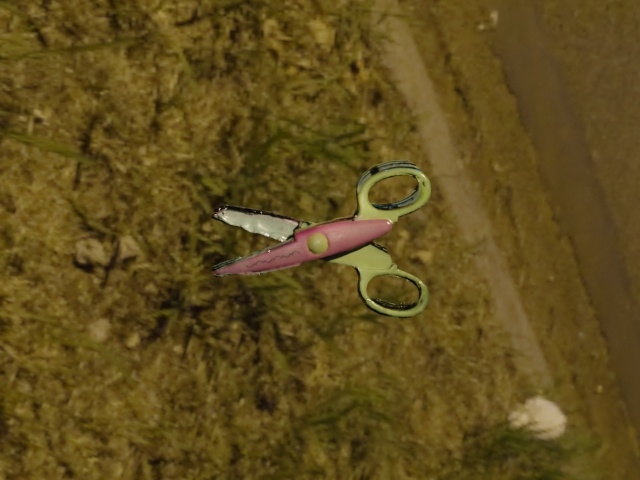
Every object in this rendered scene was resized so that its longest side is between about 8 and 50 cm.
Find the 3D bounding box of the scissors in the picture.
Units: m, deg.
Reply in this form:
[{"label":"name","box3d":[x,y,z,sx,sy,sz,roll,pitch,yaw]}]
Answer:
[{"label":"scissors","box3d":[0.000,0.000,0.859,0.020,0.187,0.134,-53,142,-87]}]
